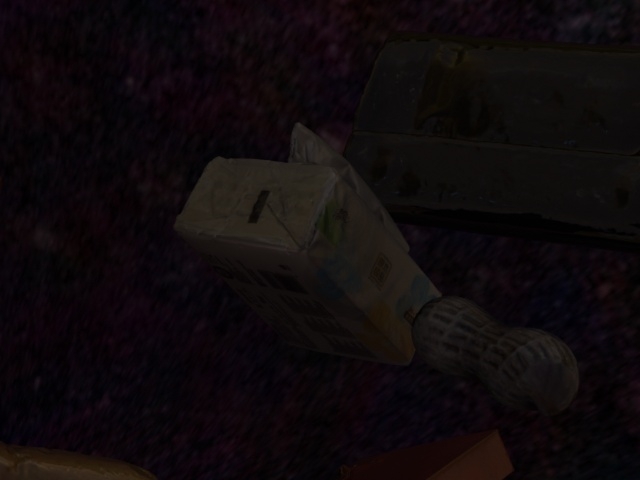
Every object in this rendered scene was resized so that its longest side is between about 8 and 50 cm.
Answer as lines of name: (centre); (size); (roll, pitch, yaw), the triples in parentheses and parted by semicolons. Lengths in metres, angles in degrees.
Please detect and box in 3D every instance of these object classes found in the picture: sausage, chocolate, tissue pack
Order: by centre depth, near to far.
sausage: (-0.254, 0.169, 1.294); (0.301, 0.066, 0.066); (9, 71, -27)
chocolate: (0.149, 0.097, 1.561); (0.167, 0.072, 0.072); (24, 64, 36)
tissue pack: (0.000, 0.000, 1.753); (0.159, 0.229, 0.145); (8, 64, 37)

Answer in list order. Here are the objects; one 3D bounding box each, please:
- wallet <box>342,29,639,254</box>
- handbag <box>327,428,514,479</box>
wallet: (0.218, -0.108, 1.903); (0.406, 0.062, 0.228); (7, 68, 33)
handbag: (0.074, 0.240, 1.761); (0.127, 0.190, 0.063); (-28, 97, -48)
